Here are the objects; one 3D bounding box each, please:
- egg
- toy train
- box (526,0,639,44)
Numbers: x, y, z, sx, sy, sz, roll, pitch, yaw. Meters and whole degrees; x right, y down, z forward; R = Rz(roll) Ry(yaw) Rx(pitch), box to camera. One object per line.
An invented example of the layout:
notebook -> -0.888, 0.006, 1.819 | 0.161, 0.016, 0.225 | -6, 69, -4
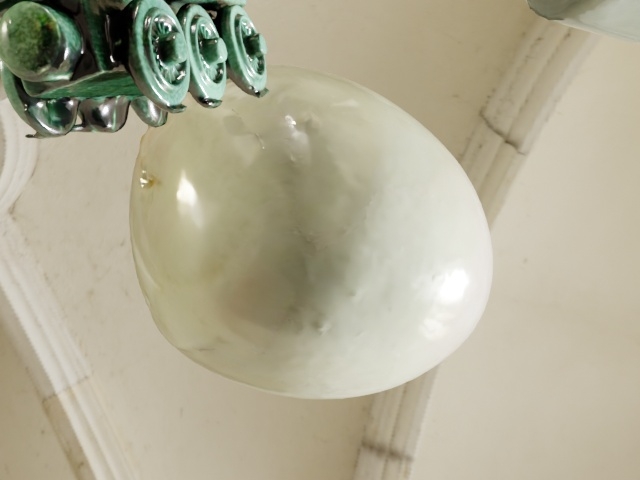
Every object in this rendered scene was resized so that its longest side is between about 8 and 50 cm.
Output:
egg -> 0.000, 0.000, 0.865 | 0.345, 0.283, 0.283 | 18, -80, -26
toy train -> -0.077, -0.099, 0.387 | 0.071, 0.170, 0.111 | -14, -85, 17
box -> 0.214, -0.315, 0.426 | 0.090, 0.373, 0.367 | 6, -104, -23
